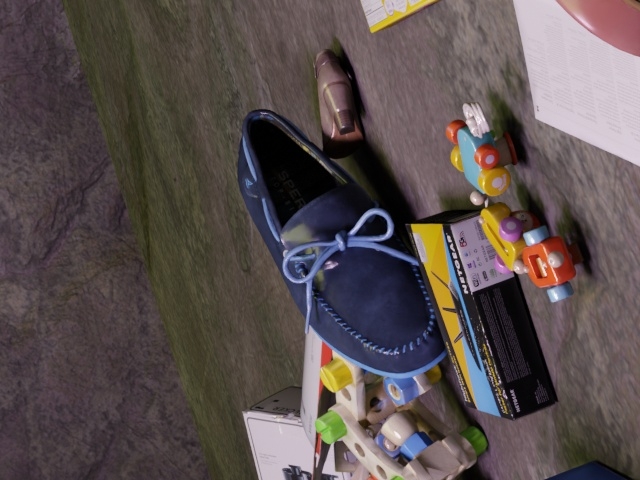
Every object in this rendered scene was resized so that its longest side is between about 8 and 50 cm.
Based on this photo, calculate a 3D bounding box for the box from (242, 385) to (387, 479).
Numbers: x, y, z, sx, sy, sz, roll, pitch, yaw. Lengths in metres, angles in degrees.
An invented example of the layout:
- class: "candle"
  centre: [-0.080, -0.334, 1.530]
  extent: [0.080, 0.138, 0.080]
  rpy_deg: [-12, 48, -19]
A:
- class: "box"
  centre: [0.021, 0.327, 2.215]
  extent: [0.169, 0.087, 0.289]
  rpy_deg: [1, 110, 47]

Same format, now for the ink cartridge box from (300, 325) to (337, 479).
- class: "ink cartridge box"
  centre: [-0.004, 0.147, 1.994]
  extent: [0.232, 0.066, 0.189]
  rpy_deg: [-65, -16, -46]

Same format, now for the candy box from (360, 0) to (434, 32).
- class: "candy box"
  centre: [0.062, -0.239, 1.543]
  extent: [0.206, 0.027, 0.105]
  rpy_deg: [174, 79, -76]

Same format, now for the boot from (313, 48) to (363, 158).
- class: "boot"
  centre: [0.014, -0.140, 1.864]
  extent: [0.118, 0.042, 0.087]
  rpy_deg: [110, 146, -72]

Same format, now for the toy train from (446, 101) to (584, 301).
- class: "toy train"
  centre: [0.156, -0.032, 1.430]
  extent: [0.166, 0.046, 0.125]
  rpy_deg: [66, 165, 4]

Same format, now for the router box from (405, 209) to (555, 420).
- class: "router box"
  centre: [0.139, 0.063, 1.620]
  extent: [0.133, 0.046, 0.178]
  rpy_deg: [-179, 70, -76]

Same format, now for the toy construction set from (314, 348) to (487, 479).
- class: "toy construction set"
  centre: [0.072, 0.236, 1.899]
  extent: [0.215, 0.151, 0.327]
  rpy_deg: [51, 167, 14]

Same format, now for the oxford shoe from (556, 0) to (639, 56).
- class: "oxford shoe"
  centre: [0.156, -0.261, 1.037]
  extent: [0.130, 0.123, 0.348]
  rpy_deg: [-51, 46, 35]

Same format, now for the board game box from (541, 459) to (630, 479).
- class: "board game box"
  centre: [0.179, 0.272, 1.347]
  extent: [0.347, 0.233, 0.078]
  rpy_deg: [-158, 50, -73]

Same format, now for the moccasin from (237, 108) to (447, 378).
- class: "moccasin"
  centre: [0.000, 0.000, 1.800]
  extent: [0.342, 0.138, 0.117]
  rpy_deg: [46, 164, 38]

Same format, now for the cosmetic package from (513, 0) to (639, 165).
- class: "cosmetic package"
  centre: [0.197, -0.103, 1.122]
  extent: [0.239, 0.060, 0.098]
  rpy_deg: [-140, 36, -65]
